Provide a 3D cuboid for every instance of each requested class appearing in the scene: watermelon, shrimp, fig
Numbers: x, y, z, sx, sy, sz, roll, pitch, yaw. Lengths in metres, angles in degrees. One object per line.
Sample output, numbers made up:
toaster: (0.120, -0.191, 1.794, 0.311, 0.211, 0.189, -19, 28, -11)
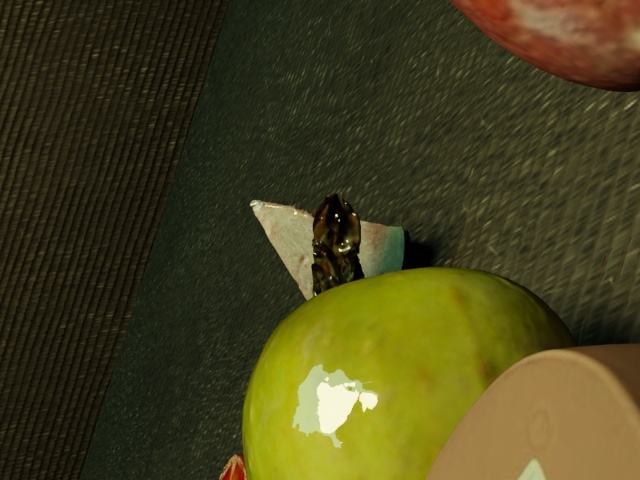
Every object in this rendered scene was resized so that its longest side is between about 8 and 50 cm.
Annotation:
watermelon: (0.023, 0.000, 1.223, 0.136, 0.202, 0.207, -30, 28, 1)
shrimp: (0.019, 0.102, 1.049, 0.222, 0.054, 0.290, -84, -9, -57)
fig: (0.070, 0.184, 0.770, 0.258, 0.258, 0.326, 157, 117, -65)

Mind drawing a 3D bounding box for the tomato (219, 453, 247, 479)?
tomato: (-0.090, 0.347, 1.327, 0.155, 0.069, 0.156, -165, 90, -73)

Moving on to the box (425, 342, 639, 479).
box: (0.180, 0.196, 0.507, 0.301, 0.216, 0.301, -51, 30, 46)

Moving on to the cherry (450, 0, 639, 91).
cherry: (0.205, -0.281, 0.726, 0.326, 0.335, 0.291, -51, 0, -8)
